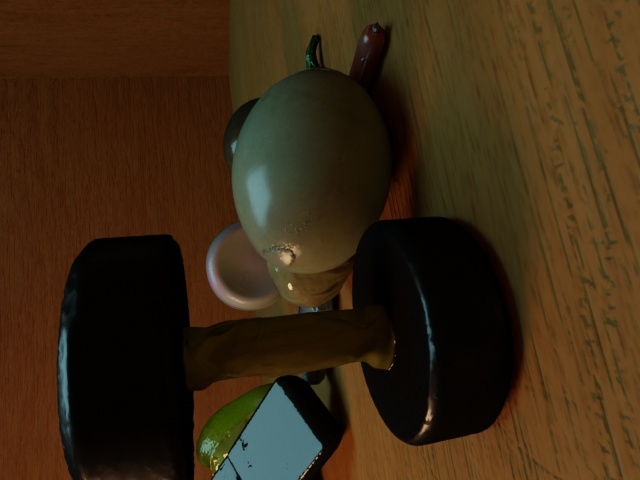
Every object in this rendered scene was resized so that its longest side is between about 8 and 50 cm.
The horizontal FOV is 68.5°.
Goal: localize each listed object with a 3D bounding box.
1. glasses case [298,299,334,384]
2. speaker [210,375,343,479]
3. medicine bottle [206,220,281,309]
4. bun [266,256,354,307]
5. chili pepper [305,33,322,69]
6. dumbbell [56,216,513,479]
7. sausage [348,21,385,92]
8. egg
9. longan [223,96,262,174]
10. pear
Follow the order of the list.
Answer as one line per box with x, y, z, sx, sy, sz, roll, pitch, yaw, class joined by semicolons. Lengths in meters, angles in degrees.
-0.013;0.187;0.958;0.109;0.067;0.283;-112;19;-44;glasses case
-0.076;0.472;1.008;0.180;0.184;0.389;45;114;32;speaker
-0.203;0.080;1.352;0.302;0.240;0.242;142;122;-75;medicine bottle
0.000;0.000;0.732;0.222;0.127;0.223;0;-90;-74;bun
-0.007;-0.301;0.824;0.055;0.035;0.118;128;147;-54;chili pepper
-0.027;0.088;0.410;0.203;0.321;0.204;175;90;-77;dumbbell
0.045;-0.188;0.637;0.253;0.034;0.034;108;154;-61;sausage
-0.009;-0.084;0.556;0.186;0.186;0.254;127;155;-71;egg
-0.115;-0.194;0.992;0.198;0.197;0.213;-169;77;-77;longan
-0.220;0.621;1.449;0.238;0.317;0.343;-158;63;-70;pear
